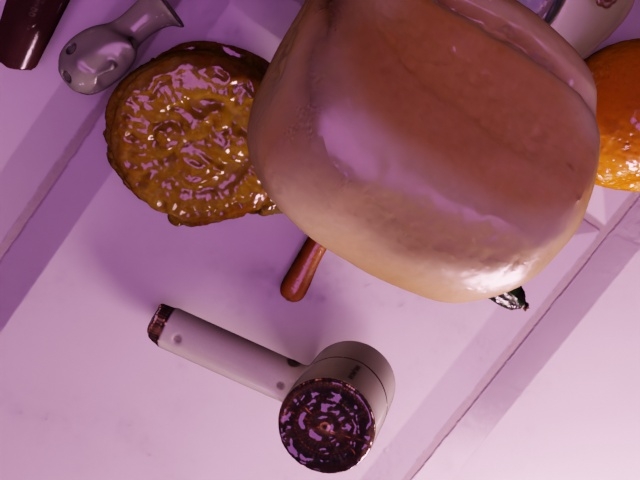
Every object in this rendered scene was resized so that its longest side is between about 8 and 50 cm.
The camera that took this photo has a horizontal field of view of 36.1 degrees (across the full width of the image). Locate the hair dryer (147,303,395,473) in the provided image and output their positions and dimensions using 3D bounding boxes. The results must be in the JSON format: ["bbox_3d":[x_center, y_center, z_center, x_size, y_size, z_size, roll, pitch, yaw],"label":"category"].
[{"bbox_3d":[-0.082,0.169,1.313,0.362,0.203,0.128,23,103,8],"label":"hair dryer"}]

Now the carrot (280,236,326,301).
[{"bbox_3d":[0.000,0.000,1.334,0.037,0.037,0.190,27,99,-12],"label":"carrot"}]

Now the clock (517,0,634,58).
[{"bbox_3d":[0.193,-0.341,1.220,0.286,0.117,0.348,-40,105,6],"label":"clock"}]

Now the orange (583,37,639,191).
[{"bbox_3d":[0.410,-0.157,1.244,0.219,0.219,0.193,-11,71,-3],"label":"orange"}]

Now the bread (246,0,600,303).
[{"bbox_3d":[0.116,-0.113,1.077,0.376,0.253,0.347,26,59,-12],"label":"bread"}]

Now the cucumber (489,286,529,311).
[{"bbox_3d":[0.174,0.015,1.343,0.294,0.067,0.067,30,100,-13],"label":"cucumber"}]

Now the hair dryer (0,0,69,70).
[{"bbox_3d":[-0.209,-0.320,1.208,0.341,0.123,0.312,16,114,-21],"label":"hair dryer"}]

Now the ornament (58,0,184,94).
[{"bbox_3d":[-0.243,-0.235,1.171,0.156,0.081,0.075,-36,135,6],"label":"ornament"}]

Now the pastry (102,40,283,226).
[{"bbox_3d":[-0.148,-0.126,1.228,0.240,0.132,0.235,-1,107,0],"label":"pastry"}]
